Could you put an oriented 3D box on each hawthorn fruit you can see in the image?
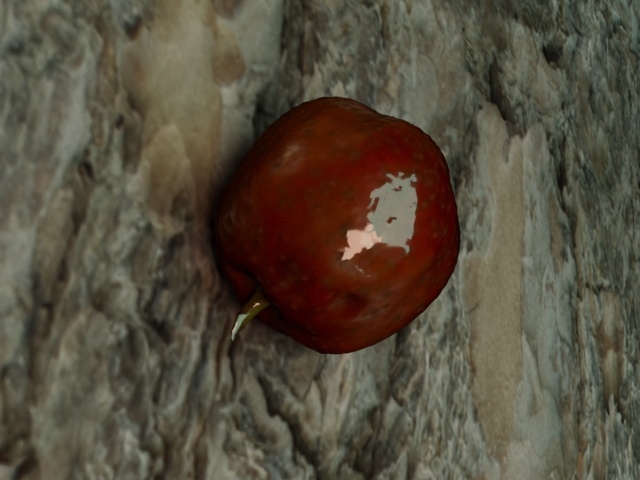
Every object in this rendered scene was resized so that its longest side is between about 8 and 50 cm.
[{"bbox_3d":[0.000,0.000,0.597,0.200,0.179,0.179,-41,112,-21],"label":"hawthorn fruit"}]
